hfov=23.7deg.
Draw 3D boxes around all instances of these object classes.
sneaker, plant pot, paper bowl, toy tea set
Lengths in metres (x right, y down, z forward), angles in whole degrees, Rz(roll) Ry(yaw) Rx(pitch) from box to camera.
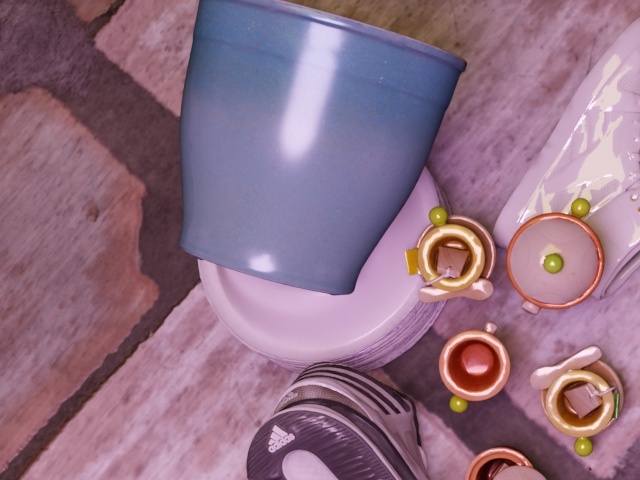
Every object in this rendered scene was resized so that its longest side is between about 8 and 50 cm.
[{"bbox_3d":[0.114,0.301,1.533,0.169,0.257,0.447,-31,100,20],"label":"sneaker"},{"bbox_3d":[-0.022,-0.089,1.500,0.272,0.271,0.255,18,94,23],"label":"plant pot"},{"bbox_3d":[0.329,-0.080,1.618,0.169,0.108,0.292,33,96,23],"label":"sneaker"},{"bbox_3d":[0.000,0.000,1.678,0.284,0.148,0.284,-5,72,16],"label":"paper bowl"},{"bbox_3d":[0.202,0.120,1.530,0.200,0.124,0.336,-11,91,11],"label":"toy tea set"}]
